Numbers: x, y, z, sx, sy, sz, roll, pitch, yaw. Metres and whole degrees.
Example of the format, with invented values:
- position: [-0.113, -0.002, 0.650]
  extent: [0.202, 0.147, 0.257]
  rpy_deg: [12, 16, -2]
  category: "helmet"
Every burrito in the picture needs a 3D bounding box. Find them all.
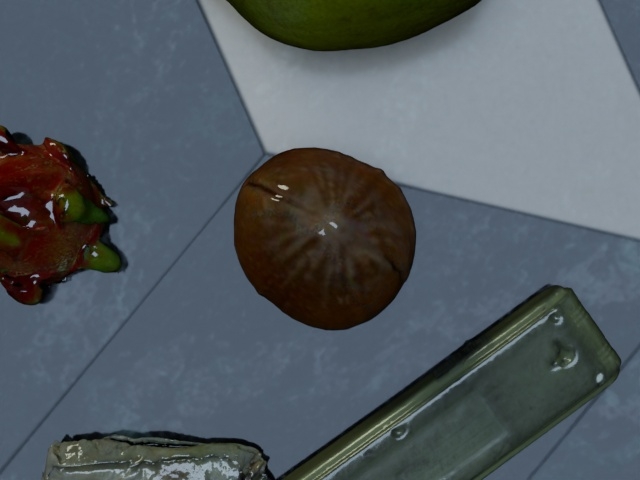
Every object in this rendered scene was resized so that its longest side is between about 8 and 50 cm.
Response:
- position: [-0.130, 0.185, 1.530]
  extent: [0.188, 0.045, 0.058]
  rpy_deg: [4, 116, 0]
  category: "burrito"

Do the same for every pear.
- position: [0.012, -0.247, 1.450]
  extent: [0.269, 0.212, 0.212]
  rpy_deg: [12, 90, 9]
  category: "pear"

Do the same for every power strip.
- position: [0.062, 0.180, 1.516]
  extent: [0.388, 0.066, 0.092]
  rpy_deg: [-36, 95, -1]
  category: "power strip"

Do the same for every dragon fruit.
- position: [-0.255, -0.022, 1.512]
  extent: [0.142, 0.175, 0.138]
  rpy_deg: [-3, 78, 32]
  category: "dragon fruit"

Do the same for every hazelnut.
- position: [0.000, 0.000, 1.479]
  extent: [0.150, 0.150, 0.150]
  rpy_deg: [0, 89, 2]
  category: "hazelnut"
